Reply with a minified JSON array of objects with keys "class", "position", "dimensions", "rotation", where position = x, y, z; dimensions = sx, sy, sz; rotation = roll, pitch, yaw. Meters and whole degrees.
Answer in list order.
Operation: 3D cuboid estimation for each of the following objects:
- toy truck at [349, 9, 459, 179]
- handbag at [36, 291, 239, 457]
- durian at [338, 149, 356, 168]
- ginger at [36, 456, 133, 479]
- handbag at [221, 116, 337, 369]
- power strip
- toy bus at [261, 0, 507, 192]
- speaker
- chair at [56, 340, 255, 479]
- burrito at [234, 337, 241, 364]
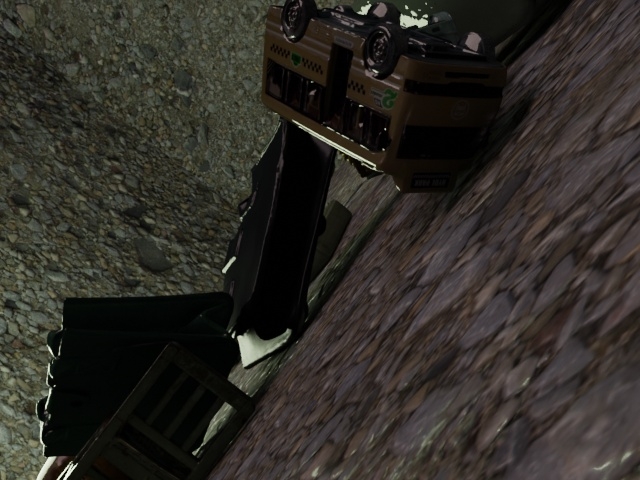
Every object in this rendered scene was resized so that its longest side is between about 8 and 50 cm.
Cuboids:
[{"class":"toy truck","position":[0.104,-0.178,1.300],"dimensions":[0.136,0.162,0.305],"rotation":[-20,-2,-10]},{"class":"handbag","position":[-0.247,0.189,1.297],"dimensions":[0.326,0.238,0.089],"rotation":[116,146,-48]},{"class":"durian","position":[0.123,-0.217,1.772],"dimensions":[0.193,0.138,0.237],"rotation":[-46,-42,-29]},{"class":"ginger","position":[-0.489,0.504,1.978],"dimensions":[0.418,0.176,0.254],"rotation":[-58,10,-4]},{"class":"handbag","position":[-0.068,0.013,1.424],"dimensions":[0.269,0.118,0.325],"rotation":[137,149,-62]},{"class":"power strip","position":[0.000,0.000,1.740],"dimensions":[0.078,0.052,0.272],"rotation":[-50,5,22]},{"class":"toy bus","position":[0.055,-0.165,1.039],"dimensions":[0.289,0.139,0.157],"rotation":[34,121,49]},{"class":"speaker","position":[0.202,-0.354,1.383],"dimensions":[0.184,0.183,0.406],"rotation":[-39,4,-25]},{"class":"chair","position":[-0.210,0.258,1.197],"dimensions":[0.270,0.136,0.147],"rotation":[-54,5,-3]},{"class":"burrito","position":[-0.141,0.120,1.921],"dimensions":[0.348,0.107,0.175],"rotation":[-55,21,-14]}]
